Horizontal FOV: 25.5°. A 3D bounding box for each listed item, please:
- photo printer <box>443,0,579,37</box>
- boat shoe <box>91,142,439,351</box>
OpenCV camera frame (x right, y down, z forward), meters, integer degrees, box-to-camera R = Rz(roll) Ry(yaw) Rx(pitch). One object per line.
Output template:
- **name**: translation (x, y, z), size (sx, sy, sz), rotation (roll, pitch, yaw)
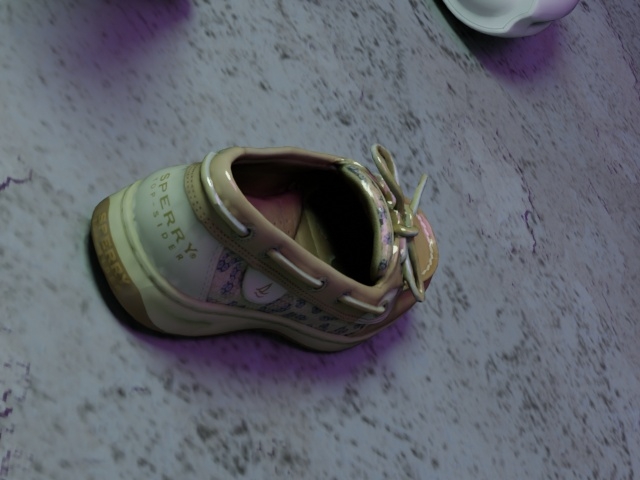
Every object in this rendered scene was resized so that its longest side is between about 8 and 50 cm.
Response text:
- **photo printer**: translation (0.132, -0.328, 1.274), size (0.307, 0.107, 0.256), rotation (56, 29, -5)
- **boat shoe**: translation (0.000, 0.000, 0.774), size (0.285, 0.089, 0.104), rotation (-4, 66, -59)
